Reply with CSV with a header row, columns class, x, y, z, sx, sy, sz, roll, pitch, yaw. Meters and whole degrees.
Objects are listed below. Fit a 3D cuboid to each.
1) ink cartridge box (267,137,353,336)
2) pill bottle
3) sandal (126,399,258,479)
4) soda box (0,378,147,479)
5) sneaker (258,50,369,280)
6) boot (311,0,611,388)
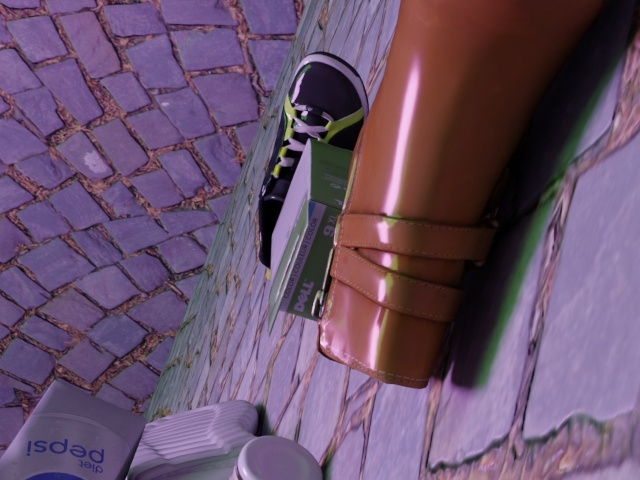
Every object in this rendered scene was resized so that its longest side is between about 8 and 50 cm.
class,x,y,z,sx,sy,sz,roll,pitch,yaw
ink cartridge box,0.000,0.000,1.120,0.209,0.062,0.109,-91,21,-67
pill bottle,-0.046,0.207,0.952,0.065,0.065,0.116,-84,15,-58
sandal,-0.129,0.238,1.256,0.416,0.169,0.102,-175,72,-83
soda box,-0.232,0.238,1.001,0.286,0.091,0.098,-65,-1,-59
sneaker,-0.012,-0.065,1.253,0.097,0.084,0.235,-52,-24,-62
boot,0.054,-0.037,0.650,0.283,0.109,0.220,144,145,-80
